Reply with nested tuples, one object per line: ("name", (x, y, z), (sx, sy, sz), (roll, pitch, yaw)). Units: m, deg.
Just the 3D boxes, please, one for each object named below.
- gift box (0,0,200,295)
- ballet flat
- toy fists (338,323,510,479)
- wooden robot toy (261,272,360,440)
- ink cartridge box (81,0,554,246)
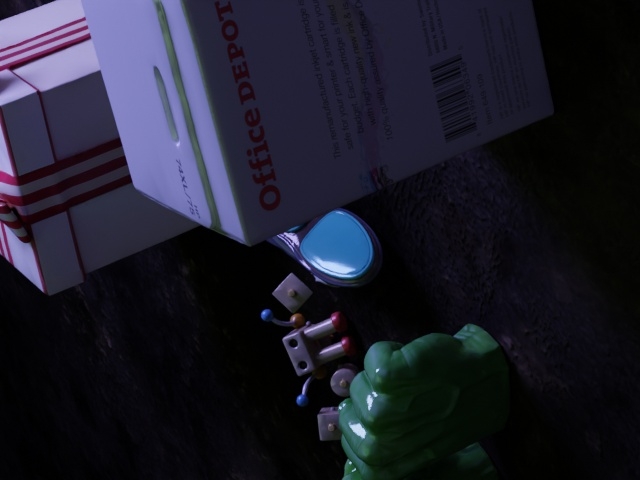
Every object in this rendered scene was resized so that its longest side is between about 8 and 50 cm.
("gift box", (-0.284, -0.128, 2.087), (0.255, 0.258, 0.276), (28, 137, 55))
("ballet flat", (0.000, 0.000, 1.854), (0.203, 0.074, 0.074), (33, 141, 43))
("toy fists", (0.081, 0.191, 1.752), (0.096, 0.142, 0.279), (47, 150, 37))
("wooden robot toy", (0.003, 0.109, 1.973), (0.079, 0.076, 0.173), (-41, -71, -77))
("ink cartridge box", (-0.007, -0.150, 1.450), (0.197, 0.270, 0.198), (25, 133, 58))
